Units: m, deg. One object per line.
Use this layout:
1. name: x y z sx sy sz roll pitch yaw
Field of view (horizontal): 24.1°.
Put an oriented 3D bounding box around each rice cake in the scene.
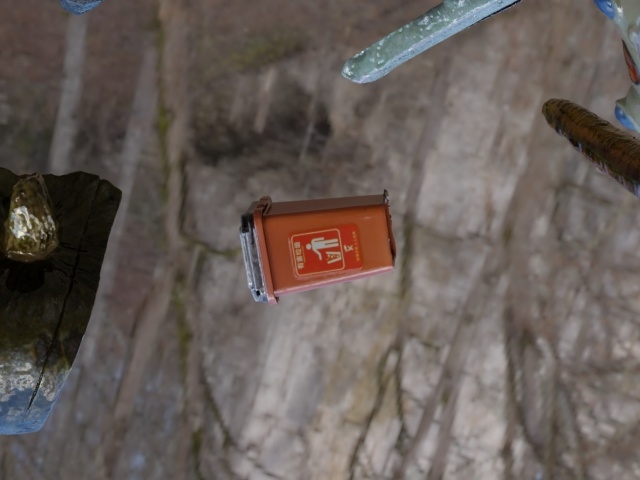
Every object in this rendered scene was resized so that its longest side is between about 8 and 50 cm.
1. rice cake: 0.109 -0.209 1.496 0.043 0.211 0.034 -12 -102 -54

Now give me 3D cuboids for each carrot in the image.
1. carrot: 0.357 -0.119 1.880 0.066 0.066 0.314 4 -158 -27

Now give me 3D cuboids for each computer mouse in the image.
1. computer mouse: -0.339 -0.386 2.155 0.079 0.135 0.047 -10 -127 -42

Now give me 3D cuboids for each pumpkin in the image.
1. pumpkin: -0.259 0.054 1.269 0.131 0.248 0.126 15 180 -5

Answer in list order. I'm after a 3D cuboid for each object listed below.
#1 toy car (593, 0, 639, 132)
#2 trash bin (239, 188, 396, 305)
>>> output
1. toy car: 0.425 -0.278 1.555 0.336 0.242 0.226 -36 -129 -8
2. trash bin: 0.000 0.000 2.389 0.238 0.161 0.184 -9 -169 4
